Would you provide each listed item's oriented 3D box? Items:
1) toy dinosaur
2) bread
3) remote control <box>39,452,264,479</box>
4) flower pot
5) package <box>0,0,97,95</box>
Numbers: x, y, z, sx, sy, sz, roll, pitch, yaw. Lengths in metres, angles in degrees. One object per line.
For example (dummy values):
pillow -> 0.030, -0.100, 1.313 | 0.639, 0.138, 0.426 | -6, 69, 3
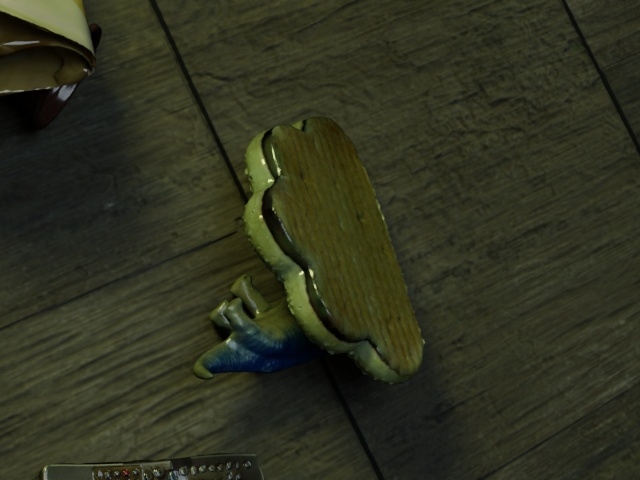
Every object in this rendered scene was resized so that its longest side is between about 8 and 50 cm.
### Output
toy dinosaur -> -0.017, 0.111, 1.503 | 0.188, 0.075, 0.247 | 45, 36, -5
bread -> 0.000, 0.000, 1.511 | 0.207, 0.056, 0.286 | 19, 47, -49
remote control -> -0.148, 0.221, 1.432 | 0.212, 0.028, 0.059 | 2, 70, -29
flower pot -> -0.266, -0.169, 1.458 | 0.089, 0.111, 0.111 | 31, 61, 0
package -> -0.344, -0.264, 1.394 | 0.221, 0.165, 0.311 | 19, 44, -50
